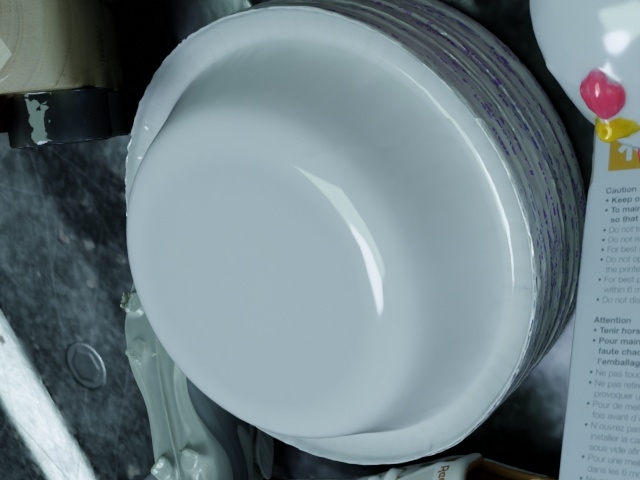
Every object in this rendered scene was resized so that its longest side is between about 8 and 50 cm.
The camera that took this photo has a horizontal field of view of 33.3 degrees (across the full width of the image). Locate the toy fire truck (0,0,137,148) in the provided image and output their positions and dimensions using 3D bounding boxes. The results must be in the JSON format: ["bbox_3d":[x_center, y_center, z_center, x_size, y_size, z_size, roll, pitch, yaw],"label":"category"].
[{"bbox_3d":[-0.249,-0.128,0.649,0.246,0.217,0.159,-7,98,-2],"label":"toy fire truck"}]

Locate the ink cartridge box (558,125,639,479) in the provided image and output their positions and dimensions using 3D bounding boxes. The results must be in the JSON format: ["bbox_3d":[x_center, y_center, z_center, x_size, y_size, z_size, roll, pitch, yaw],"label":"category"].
[{"bbox_3d":[0.265,0.060,0.458,0.324,0.071,0.330,-2,73,41],"label":"ink cartridge box"}]

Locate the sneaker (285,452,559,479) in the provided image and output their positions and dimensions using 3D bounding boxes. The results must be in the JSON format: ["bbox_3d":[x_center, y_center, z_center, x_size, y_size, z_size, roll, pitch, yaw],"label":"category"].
[{"bbox_3d":[0.038,0.170,0.655,0.290,0.106,0.123,-1,134,4],"label":"sneaker"}]

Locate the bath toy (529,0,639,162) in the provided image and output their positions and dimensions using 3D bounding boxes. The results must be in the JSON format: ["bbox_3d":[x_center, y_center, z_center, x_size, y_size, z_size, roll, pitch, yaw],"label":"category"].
[{"bbox_3d":[0.236,-0.065,0.405,0.348,0.151,0.129,13,127,42],"label":"bath toy"}]

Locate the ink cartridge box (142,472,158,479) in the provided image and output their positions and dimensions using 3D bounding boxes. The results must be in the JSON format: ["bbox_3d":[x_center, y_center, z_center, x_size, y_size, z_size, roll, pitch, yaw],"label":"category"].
[{"bbox_3d":[-0.092,0.339,0.684,0.285,0.395,0.166,8,117,29],"label":"ink cartridge box"}]

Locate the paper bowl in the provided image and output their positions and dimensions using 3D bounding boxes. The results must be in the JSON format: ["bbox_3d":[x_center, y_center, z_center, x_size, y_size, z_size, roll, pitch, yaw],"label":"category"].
[{"bbox_3d":[0.000,0.000,0.634,0.284,0.148,0.284,15,119,30],"label":"paper bowl"}]

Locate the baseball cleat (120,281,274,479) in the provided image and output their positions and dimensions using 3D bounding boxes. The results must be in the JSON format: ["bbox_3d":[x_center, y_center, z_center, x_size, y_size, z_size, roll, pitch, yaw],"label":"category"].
[{"bbox_3d":[-0.089,0.108,0.790,0.072,0.109,0.206,-16,71,26],"label":"baseball cleat"}]
